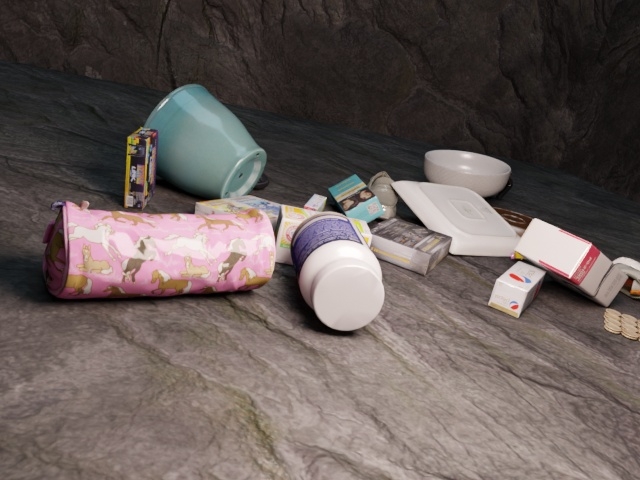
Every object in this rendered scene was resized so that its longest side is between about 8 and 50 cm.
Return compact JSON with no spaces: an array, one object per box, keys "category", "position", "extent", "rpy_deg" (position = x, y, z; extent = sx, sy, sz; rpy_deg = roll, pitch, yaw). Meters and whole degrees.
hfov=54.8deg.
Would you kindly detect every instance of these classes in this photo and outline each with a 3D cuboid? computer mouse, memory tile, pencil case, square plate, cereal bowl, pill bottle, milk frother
[{"category":"computer mouse","position":[-0.256,-0.167,1.817],"extent":[0.242,0.041,0.071],"rpy_deg":[-7,43,-36]},{"category":"memory tile","position":[0.718,0.201,1.436],"extent":[0.113,0.012,0.148],"rpy_deg":[20,20,20]},{"category":"pencil case","position":[-0.267,0.015,1.068],"extent":[0.386,0.167,0.160],"rpy_deg":[2,-14,-32]},{"category":"square plate","position":[0.429,-0.077,1.856],"extent":[0.344,0.049,0.347],"rpy_deg":[2,38,-33]},{"category":"cereal bowl","position":[0.565,-0.247,2.424],"extent":[0.339,0.141,0.339],"rpy_deg":[5,23,-2]},{"category":"pill bottle","position":[0.029,0.053,1.160],"extent":[0.153,0.153,0.265],"rpy_deg":[9,18,-12]},{"category":"milk frother","position":[0.716,-0.252,2.586],"extent":[0.129,0.135,0.143],"rpy_deg":[39,3,-38]}]

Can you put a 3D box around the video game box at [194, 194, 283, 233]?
[{"category":"video game box","position":[-0.171,-0.063,1.518],"extent":[0.187,0.048,0.205],"rpy_deg":[16,17,31]}]

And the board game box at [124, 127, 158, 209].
[{"category":"board game box","position":[-0.430,-0.175,1.487],"extent":[0.048,0.170,0.141],"rpy_deg":[8,19,-5]}]

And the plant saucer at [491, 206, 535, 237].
[{"category":"plant saucer","position":[0.649,-0.055,2.097],"extent":[0.310,0.050,0.310],"rpy_deg":[13,19,-4]}]

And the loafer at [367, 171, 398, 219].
[{"category":"loafer","position":[0.186,-0.142,1.920],"extent":[0.112,0.111,0.319],"rpy_deg":[12,18,-3]}]

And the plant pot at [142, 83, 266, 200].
[{"category":"plant pot","position":[-0.295,-0.229,1.637],"extent":[0.255,0.272,0.271],"rpy_deg":[37,24,13]}]

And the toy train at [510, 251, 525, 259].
[{"category":"toy train","position":[0.612,0.031,1.743],"extent":[0.125,0.046,0.166],"rpy_deg":[-1,0,-12]}]

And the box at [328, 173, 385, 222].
[{"category":"box","position":[0.099,-0.115,1.786],"extent":[0.100,0.060,0.244],"rpy_deg":[-29,23,0]}]

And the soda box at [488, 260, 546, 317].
[{"category":"soda box","position":[0.460,0.110,1.435],"extent":[0.074,0.069,0.216],"rpy_deg":[23,19,25]}]

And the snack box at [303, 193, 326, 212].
[{"category":"snack box","position":[-0.023,-0.050,1.515],"extent":[0.037,0.100,0.141],"rpy_deg":[16,17,6]}]

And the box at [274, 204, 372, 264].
[{"category":"box","position":[0.000,0.000,1.378],"extent":[0.203,0.103,0.114],"rpy_deg":[11,18,-7]}]

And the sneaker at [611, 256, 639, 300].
[{"category":"sneaker","position":[0.899,0.136,1.653],"extent":[0.271,0.100,0.108],"rpy_deg":[22,34,35]}]

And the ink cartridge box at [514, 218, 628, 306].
[{"category":"ink cartridge box","position":[0.624,0.058,1.533],"extent":[0.237,0.100,0.172],"rpy_deg":[28,5,-40]}]

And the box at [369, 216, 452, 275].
[{"category":"box","position":[0.222,0.009,1.587],"extent":[0.183,0.056,0.231],"rpy_deg":[21,20,20]}]
